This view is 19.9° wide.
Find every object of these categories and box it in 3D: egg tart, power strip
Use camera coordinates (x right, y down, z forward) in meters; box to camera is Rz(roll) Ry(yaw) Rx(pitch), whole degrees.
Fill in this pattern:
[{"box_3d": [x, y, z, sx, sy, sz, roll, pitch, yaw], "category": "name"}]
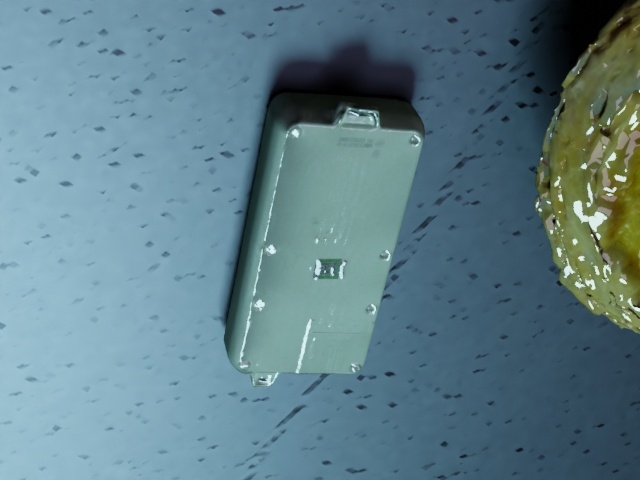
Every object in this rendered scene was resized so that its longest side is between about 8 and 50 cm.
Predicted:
[{"box_3d": [0.114, -0.028, 0.480, 0.128, 0.049, 0.129, -5, 128, -6], "category": "egg tart"}, {"box_3d": [0.000, 0.000, 0.485, 0.040, 0.016, 0.090, 2, 123, -17], "category": "power strip"}]
